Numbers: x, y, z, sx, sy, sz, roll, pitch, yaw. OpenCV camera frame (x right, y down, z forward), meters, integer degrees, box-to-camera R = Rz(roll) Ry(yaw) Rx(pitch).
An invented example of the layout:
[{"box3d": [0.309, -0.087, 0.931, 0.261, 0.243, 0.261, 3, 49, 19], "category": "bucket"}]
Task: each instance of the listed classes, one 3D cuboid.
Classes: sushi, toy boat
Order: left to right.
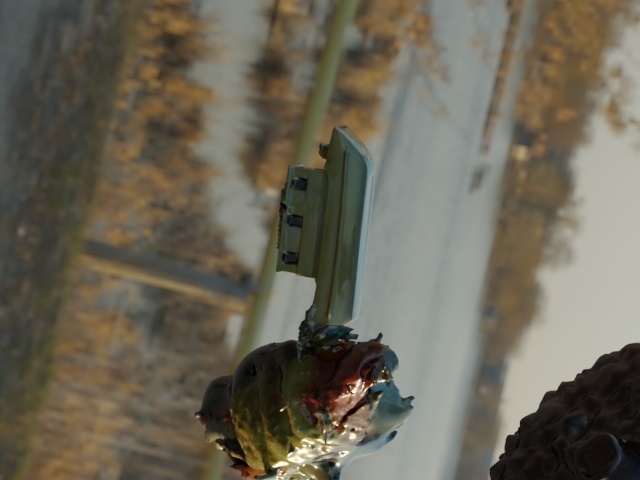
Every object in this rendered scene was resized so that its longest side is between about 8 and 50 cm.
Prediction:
[{"box3d": [-0.007, 0.120, 1.295, 0.226, 0.103, 0.097, -31, -126, 58], "category": "sushi"}, {"box3d": [0.000, 0.000, 1.613, 0.057, 0.077, 0.200, -19, 115, -78], "category": "toy boat"}]

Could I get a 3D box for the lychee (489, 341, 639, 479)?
[{"box3d": [0.213, 0.169, 1.004, 0.260, 0.261, 0.260, 13, 90, -84], "category": "lychee"}]
